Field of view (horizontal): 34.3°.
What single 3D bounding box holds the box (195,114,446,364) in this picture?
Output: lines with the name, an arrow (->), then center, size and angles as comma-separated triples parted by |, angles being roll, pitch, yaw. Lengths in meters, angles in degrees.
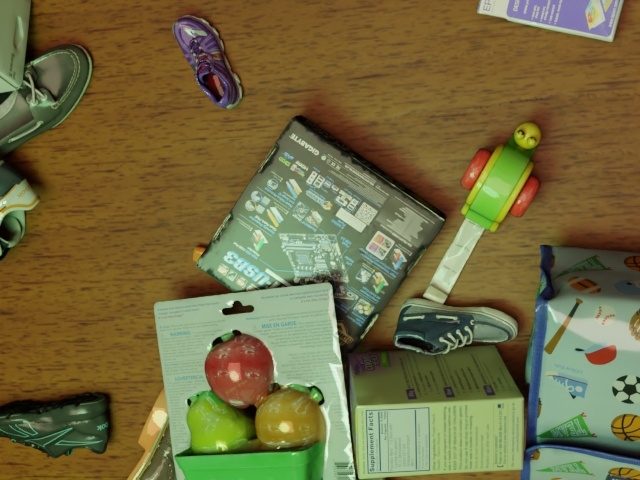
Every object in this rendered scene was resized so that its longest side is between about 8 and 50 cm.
box -> 0.000, 0.000, 1.663 | 0.295, 0.073, 0.293 | 34, 104, 0

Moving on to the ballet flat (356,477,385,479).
ballet flat -> 0.176, 0.550, 1.714 | 0.139, 0.139, 0.400 | -40, 87, 17

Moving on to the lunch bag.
lunch bag -> 0.465, 0.229, 1.524 | 0.328, 0.239, 0.385 | 7, 117, 13

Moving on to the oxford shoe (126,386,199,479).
oxford shoe -> -0.270, 0.430, 1.805 | 0.133, 0.130, 0.363 | 22, 104, 4

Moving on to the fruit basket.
fruit basket -> -0.103, 0.257, 1.661 | 0.327, 0.165, 0.353 | -8, 84, 23

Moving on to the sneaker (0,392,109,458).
sneaker -> -0.503, 0.343, 1.864 | 0.267, 0.101, 0.106 | -7, 100, 16

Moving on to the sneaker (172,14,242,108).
sneaker -> -0.185, -0.292, 1.686 | 0.068, 0.071, 0.170 | -33, 89, 18

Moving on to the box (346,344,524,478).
box -> 0.167, 0.255, 1.575 | 0.243, 0.213, 0.117 | -2, 105, -2

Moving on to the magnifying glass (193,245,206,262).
magnifying glass -> -0.103, 0.044, 1.745 | 0.231, 0.026, 0.092 | 11, 102, 14

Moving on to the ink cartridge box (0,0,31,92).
ink cartridge box -> -0.640, -0.342, 1.739 | 0.273, 0.115, 0.198 | -7, 70, 16

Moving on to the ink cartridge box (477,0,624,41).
ink cartridge box -> 0.356, -0.416, 1.533 | 0.208, 0.045, 0.206 | 15, 103, 11

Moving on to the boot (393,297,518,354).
boot -> 0.212, 0.150, 1.636 | 0.190, 0.086, 0.069 | 7, 132, 15

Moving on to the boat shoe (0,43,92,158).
boat shoe -> -0.532, -0.217, 1.778 | 0.335, 0.095, 0.112 | -34, 90, 18

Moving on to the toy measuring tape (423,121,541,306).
toy measuring tape -> 0.244, -0.034, 1.593 | 0.121, 0.121, 0.330 | 31, 106, 8

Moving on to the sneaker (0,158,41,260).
sneaker -> -0.611, 0.003, 1.821 | 0.127, 0.126, 0.321 | 37, 117, -10
